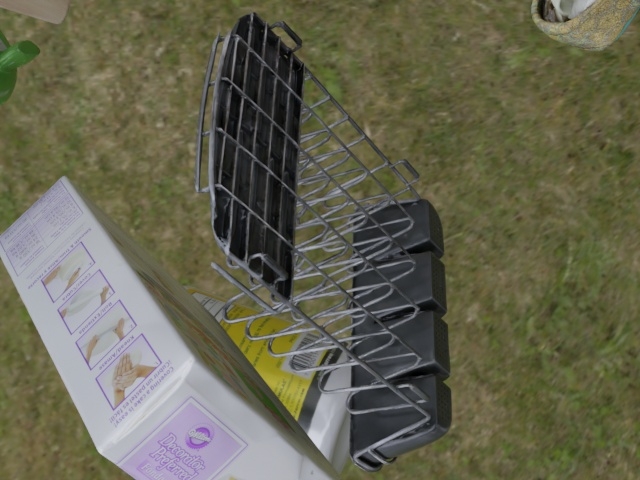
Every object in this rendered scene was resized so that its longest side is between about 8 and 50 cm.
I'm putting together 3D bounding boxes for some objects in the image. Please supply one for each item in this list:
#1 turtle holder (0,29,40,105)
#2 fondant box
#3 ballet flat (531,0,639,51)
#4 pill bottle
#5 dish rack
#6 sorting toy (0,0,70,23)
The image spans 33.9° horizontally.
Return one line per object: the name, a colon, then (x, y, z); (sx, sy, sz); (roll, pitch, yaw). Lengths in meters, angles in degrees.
turtle holder: (-0.509, -0.192, 1.232); (0.243, 0.320, 0.227); (41, 114, -20)
fondant box: (-0.127, 0.108, 0.883); (0.096, 0.238, 0.330); (-44, 38, -4)
ballet flat: (0.323, -0.336, 1.059); (0.123, 0.123, 0.348); (42, 136, 13)
pill bottle: (-0.120, 0.164, 1.242); (0.334, 0.188, 0.187); (18, 110, 13)
dish rack: (0.000, 0.000, 0.660); (0.074, 0.271, 0.208); (-21, 48, 26)
sorting toy: (-0.321, -0.346, 0.892); (0.089, 0.257, 0.255); (24, 100, 57)
